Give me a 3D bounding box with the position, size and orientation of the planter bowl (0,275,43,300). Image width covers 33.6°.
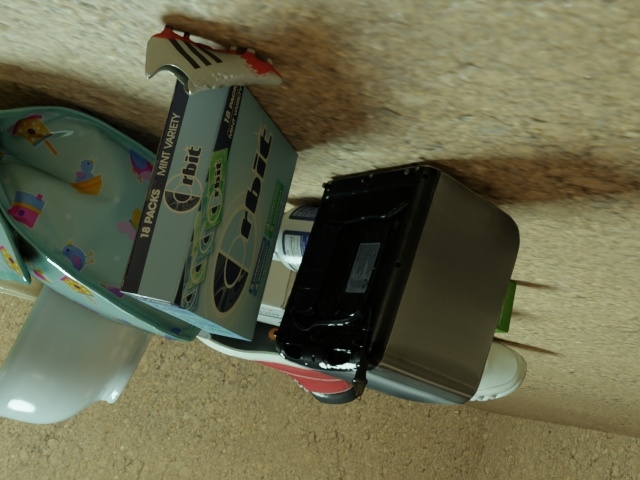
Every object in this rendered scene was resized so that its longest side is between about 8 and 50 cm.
[{"bbox_3d":[-0.586,0.040,1.977,0.162,0.109,0.162,15,171,2],"label":"planter bowl"}]

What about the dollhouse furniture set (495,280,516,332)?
[{"bbox_3d":[0.136,0.054,1.157,0.151,0.059,0.076,18,169,-19],"label":"dollhouse furniture set"}]

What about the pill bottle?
[{"bbox_3d":[0.000,0.000,1.022,0.120,0.067,0.067,6,167,42],"label":"pill bottle"}]

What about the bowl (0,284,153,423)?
[{"bbox_3d":[-0.268,0.096,1.227,0.134,0.298,0.298,27,168,-11],"label":"bowl"}]

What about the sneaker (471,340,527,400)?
[{"bbox_3d":[0.185,0.182,1.705,0.292,0.110,0.118,12,161,14],"label":"sneaker"}]

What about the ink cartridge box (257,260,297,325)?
[{"bbox_3d":[-0.097,0.044,1.343,0.158,0.092,0.218,13,168,5],"label":"ink cartridge box"}]

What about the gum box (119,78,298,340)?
[{"bbox_3d":[-0.071,-0.019,0.753,0.041,0.157,0.184,11,169,15],"label":"gum box"}]

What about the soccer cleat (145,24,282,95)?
[{"bbox_3d":[-0.065,-0.101,0.635,0.083,0.036,0.029,16,170,-10],"label":"soccer cleat"}]

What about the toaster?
[{"bbox_3d":[0.055,0.042,0.843,0.110,0.186,0.168,24,167,-25],"label":"toaster"}]

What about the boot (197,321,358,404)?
[{"bbox_3d":[-0.062,0.166,1.519,0.244,0.088,0.176,14,153,21],"label":"boot"}]

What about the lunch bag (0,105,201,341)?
[{"bbox_3d":[-0.226,-0.023,0.970,0.262,0.160,0.223,31,168,-22],"label":"lunch bag"}]

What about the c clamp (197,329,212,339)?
[{"bbox_3d":[-0.208,0.088,1.429,0.137,0.022,0.161,19,151,45],"label":"c clamp"}]
